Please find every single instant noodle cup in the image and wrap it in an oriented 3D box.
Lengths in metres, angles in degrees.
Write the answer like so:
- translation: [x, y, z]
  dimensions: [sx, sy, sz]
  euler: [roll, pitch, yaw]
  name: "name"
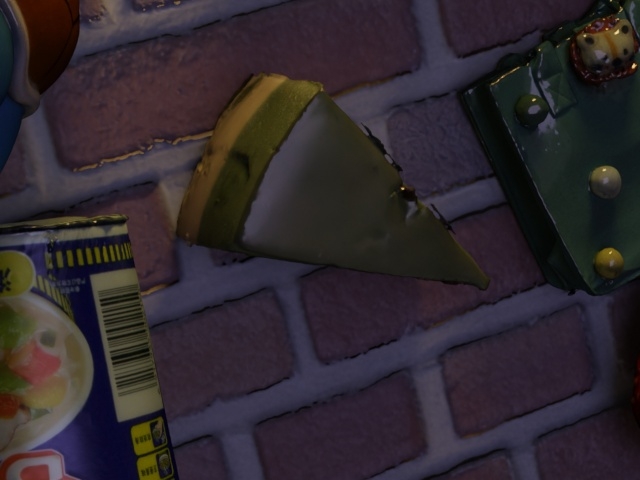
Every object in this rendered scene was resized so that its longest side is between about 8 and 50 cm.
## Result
- translation: [-0.248, 0.140, 1.525]
  dimensions: [0.284, 0.284, 0.312]
  euler: [-6, 92, -24]
  name: "instant noodle cup"

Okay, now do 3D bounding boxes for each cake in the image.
- translation: [0.005, 0.002, 1.676]
  dimensions: [0.172, 0.158, 0.283]
  euler: [-49, 116, -10]
  name: "cake"

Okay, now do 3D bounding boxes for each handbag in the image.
- translation: [0.310, -0.101, 1.825]
  dimensions: [0.268, 0.100, 0.274]
  euler: [-29, 108, -17]
  name: "handbag"

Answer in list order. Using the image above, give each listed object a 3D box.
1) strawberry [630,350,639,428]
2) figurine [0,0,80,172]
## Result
- translation: [0.449, 0.118, 1.852]
  dimensions: [0.288, 0.250, 0.238]
  euler: [-35, 118, 11]
  name: "strawberry"
- translation: [-0.284, -0.182, 1.463]
  dimensions: [0.416, 0.243, 0.298]
  euler: [-50, 127, -55]
  name: "figurine"
